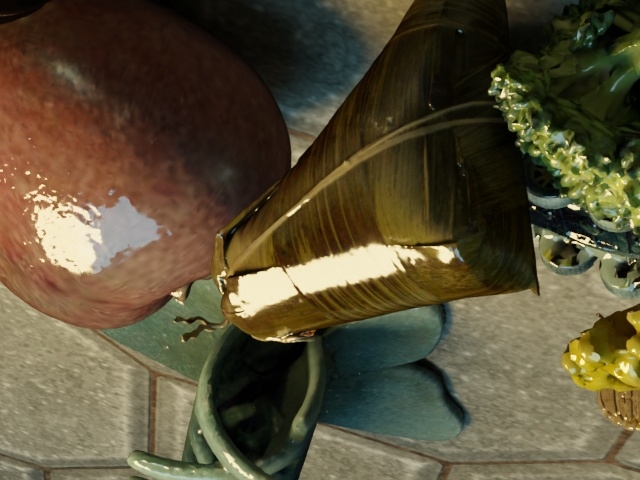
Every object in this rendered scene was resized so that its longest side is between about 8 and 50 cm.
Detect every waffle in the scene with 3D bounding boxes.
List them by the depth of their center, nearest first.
[{"bbox_3d":[0.303,0.023,1.111,0.307,0.060,0.312,-21,171,31],"label":"waffle"}]

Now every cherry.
[{"bbox_3d":[-0.160,-0.066,1.367,0.307,0.221,0.261,40,141,-15],"label":"cherry"}]

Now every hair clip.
[{"bbox_3d":[-0.059,0.168,1.751,0.392,0.238,0.318,19,153,0],"label":"hair clip"}]

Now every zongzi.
[{"bbox_3d":[0.024,-0.064,1.201,0.248,0.241,0.111,-17,155,41],"label":"zongzi"}]

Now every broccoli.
[{"bbox_3d":[0.223,-0.092,1.076,0.226,0.198,0.176,18,155,-21],"label":"broccoli"}]

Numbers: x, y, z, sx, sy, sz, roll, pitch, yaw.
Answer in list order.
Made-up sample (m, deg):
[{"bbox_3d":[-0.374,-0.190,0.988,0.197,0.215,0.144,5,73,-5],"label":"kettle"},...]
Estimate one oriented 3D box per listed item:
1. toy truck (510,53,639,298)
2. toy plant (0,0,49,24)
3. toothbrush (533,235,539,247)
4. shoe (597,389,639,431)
[{"bbox_3d":[0.160,-0.065,1.262,0.257,0.140,0.108,20,157,25],"label":"toy truck"},{"bbox_3d":[-0.219,-0.211,1.158,0.218,0.175,0.235,-7,176,-40],"label":"toy plant"},{"bbox_3d":[0.225,-0.019,1.419,0.375,0.028,0.037,-10,137,44],"label":"toothbrush"},{"bbox_3d":[0.327,0.133,1.605,0.180,0.089,0.092,5,164,31],"label":"shoe"}]
